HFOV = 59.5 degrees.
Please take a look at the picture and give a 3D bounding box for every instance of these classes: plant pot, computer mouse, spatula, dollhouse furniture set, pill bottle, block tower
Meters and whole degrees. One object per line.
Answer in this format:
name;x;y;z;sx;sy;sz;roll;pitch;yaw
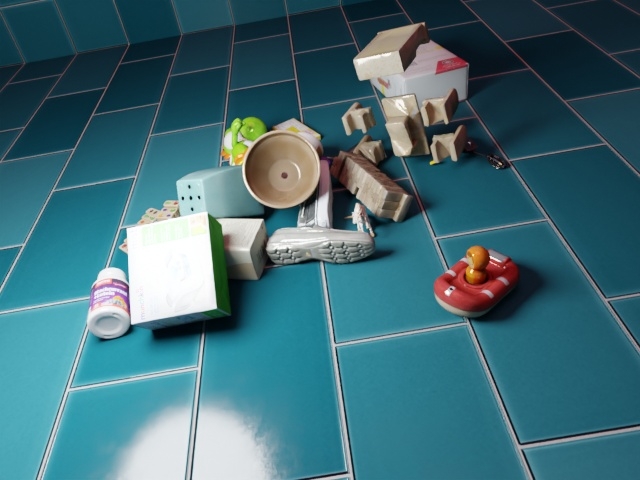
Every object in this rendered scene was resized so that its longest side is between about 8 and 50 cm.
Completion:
plant pot;-0.313;-0.142;1.715;0.165;0.166;0.234;0;10;32
computer mouse;0.530;-0.309;1.898;0.071;0.041;0.242;-27;48;-33
spatula;0.068;-0.309;2.032;0.296;0.030;0.084;-28;39;-20
plant pot;-0.115;-0.208;1.718;0.237;0.238;0.110;-11;-6;0
dollhouse furniture set;0.278;-0.476;1.870;0.361;0.394;0.256;0;37;32
pill bottle;-0.575;0.165;1.534;0.108;0.108;0.194;-16;39;-6
block tower;0.152;-0.181;1.781;0.097;0.091;0.335;3;29;-34
pill bottle;-0.086;-0.252;1.912;0.131;0.131;0.229;8;49;22

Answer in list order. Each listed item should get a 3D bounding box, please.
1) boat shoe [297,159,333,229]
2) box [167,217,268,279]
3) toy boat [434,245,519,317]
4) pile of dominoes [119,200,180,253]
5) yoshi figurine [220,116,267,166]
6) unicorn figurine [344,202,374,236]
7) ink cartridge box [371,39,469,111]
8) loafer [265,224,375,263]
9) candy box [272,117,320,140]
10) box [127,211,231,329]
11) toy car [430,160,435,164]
boat shoe;-0.024;-0.146;1.780;0.119;0.121;0.335;-5;39;7
box;-0.318;0.022;1.640;0.310;0.121;0.148;2;41;16
toy boat;0.384;0.079;1.381;0.231;0.151;0.151;-34;44;-27
pile of dominoes;-0.540;-0.043;1.839;0.195;0.040;0.251;3;40;16
yoshi figurine;-0.251;-0.355;2.054;0.202;0.204;0.362;-6;33;-21
unicorn figurine;0.121;-0.062;1.667;0.060;0.162;0.111;-11;65;-9
ink cartridge box;0.397;-0.692;2.325;0.279;0.161;0.385;-17;39;-8
loafer;0.000;0.000;1.602;0.319;0.112;0.112;-1;48;13
candy box;-0.097;-0.425;2.218;0.105;0.027;0.206;-25;41;-22
box;-0.373;0.083;1.476;0.231;0.127;0.262;-10;72;6
toy car;0.401;-0.308;1.937;0.040;0.060;0.122;-18;17;47
